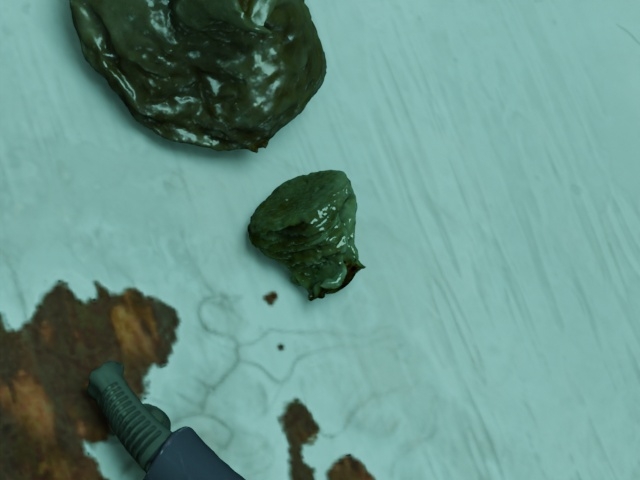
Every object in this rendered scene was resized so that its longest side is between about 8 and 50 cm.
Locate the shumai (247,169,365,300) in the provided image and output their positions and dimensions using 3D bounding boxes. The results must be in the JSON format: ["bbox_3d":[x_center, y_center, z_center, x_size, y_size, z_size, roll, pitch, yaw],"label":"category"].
[{"bbox_3d":[0.000,0.000,1.362,0.083,0.082,0.080,-39,124,-9],"label":"shumai"}]

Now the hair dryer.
[{"bbox_3d":[0.004,0.181,1.222,0.361,0.121,0.301,35,30,9],"label":"hair dryer"}]

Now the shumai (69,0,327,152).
[{"bbox_3d":[-0.069,-0.175,1.342,0.206,0.175,0.166,34,53,-12],"label":"shumai"}]
